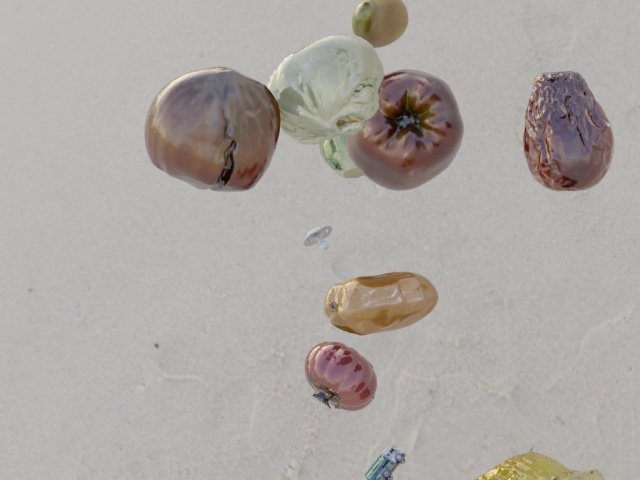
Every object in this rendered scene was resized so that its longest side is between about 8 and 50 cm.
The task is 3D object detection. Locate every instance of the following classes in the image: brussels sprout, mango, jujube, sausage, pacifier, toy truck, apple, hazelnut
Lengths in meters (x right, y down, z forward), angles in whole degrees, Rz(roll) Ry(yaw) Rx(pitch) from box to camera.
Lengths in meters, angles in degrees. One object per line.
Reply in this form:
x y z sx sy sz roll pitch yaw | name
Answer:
0.106 -0.332 2.297 0.244 0.244 0.244 -11 48 13 | brussels sprout
0.142 -0.545 1.649 0.099 0.136 0.227 36 27 16 | mango
0.476 -0.212 1.290 0.168 0.236 0.168 -12 10 2 | jujube
0.121 0.127 1.354 0.241 0.136 0.120 -7 66 -21 | sausage
0.000 0.000 2.004 0.099 0.081 0.078 -30 61 -8 | pacifier
0.123 0.428 1.264 0.044 0.039 0.083 34 77 32 | toy truck
0.203 -0.266 1.589 0.288 0.317 0.288 0 90 2 | apple
-0.166 -0.171 1.051 0.181 0.212 0.181 -5 84 63 | hazelnut

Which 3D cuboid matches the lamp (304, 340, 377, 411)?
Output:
0.041 0.314 1.507 0.182 0.182 0.140 21 61 35 | lamp

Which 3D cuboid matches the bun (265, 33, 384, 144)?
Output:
0.019 -0.250 1.185 0.231 0.231 0.133 -24 62 2 | bun

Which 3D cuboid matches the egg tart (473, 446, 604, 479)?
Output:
0.394 0.555 1.353 0.388 0.388 0.169 -31 57 -5 | egg tart
